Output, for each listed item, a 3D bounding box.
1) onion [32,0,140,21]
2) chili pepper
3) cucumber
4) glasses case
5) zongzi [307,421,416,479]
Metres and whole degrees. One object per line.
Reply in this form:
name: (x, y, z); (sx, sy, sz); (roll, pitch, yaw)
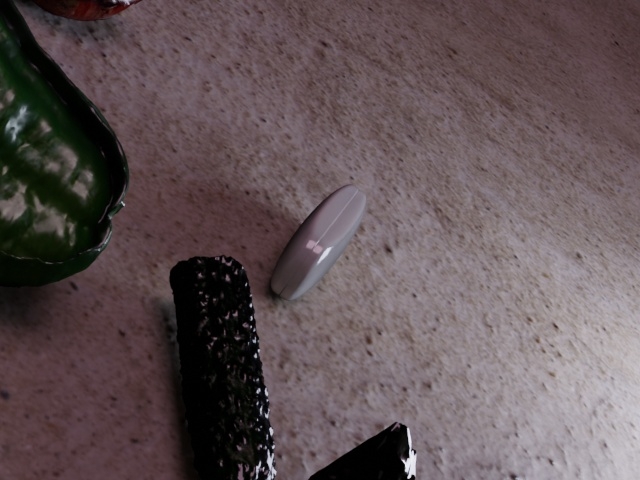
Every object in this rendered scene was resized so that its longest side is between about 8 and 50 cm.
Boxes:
onion: (-0.263, -0.318, 1.698); (0.184, 0.147, 0.184); (5, 79, -24)
chili pepper: (-0.318, -0.114, 1.209); (0.385, 0.167, 0.213); (41, 62, -23)
cucumber: (-0.078, 0.120, 1.250); (0.072, 0.072, 0.300); (23, 31, -25)
glasses case: (0.000, 0.000, 1.535); (0.049, 0.074, 0.193); (37, 27, 2)
zongzi: (-0.100, 0.297, 0.838); (0.319, 0.362, 0.383); (21, 68, -31)
